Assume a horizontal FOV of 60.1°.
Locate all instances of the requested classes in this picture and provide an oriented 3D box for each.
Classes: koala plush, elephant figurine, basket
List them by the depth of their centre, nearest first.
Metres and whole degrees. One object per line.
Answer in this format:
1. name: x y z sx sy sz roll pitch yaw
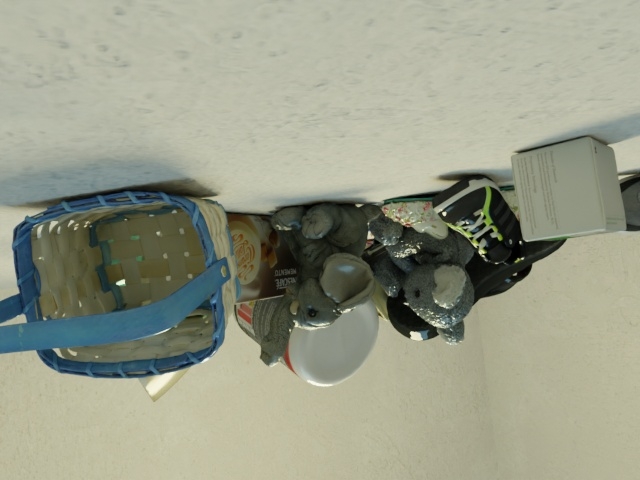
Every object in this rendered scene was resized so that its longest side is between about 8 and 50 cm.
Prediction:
1. basket: -0.212 0.052 0.578 0.254 0.201 0.289 -7 -174 15
2. elephant figurine: 0.004 0.066 0.894 0.186 0.239 0.169 -8 176 19
3. koala plush: 0.208 0.061 0.990 0.203 0.221 0.196 -12 136 1

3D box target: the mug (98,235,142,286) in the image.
1. mug: -0.374 0.040 0.936 0.129 0.097 0.157 -4 175 -43

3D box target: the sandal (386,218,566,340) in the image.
1. sandal: 0.328 0.059 1.154 0.445 0.167 0.107 -32 137 -12

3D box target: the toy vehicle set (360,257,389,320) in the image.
1. toy vehicle set: 0.043 0.072 1.222 0.035 0.166 0.267 -44 -151 -14

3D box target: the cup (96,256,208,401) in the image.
1. cup: -0.336 0.134 1.172 0.237 0.331 0.331 -32 -173 -22

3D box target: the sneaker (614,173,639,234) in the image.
1. sneaker: 0.592 -0.078 0.890 0.268 0.101 0.153 -12 176 -1

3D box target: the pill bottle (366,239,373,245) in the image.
1. pill bottle: 0.132 0.055 2.037 0.193 0.108 0.108 -6 176 -9

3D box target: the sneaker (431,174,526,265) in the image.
1. sneaker: 0.247 -0.019 0.796 0.084 0.097 0.234 -35 148 28

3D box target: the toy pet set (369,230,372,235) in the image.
1. toy pet set: 0.205 -0.008 1.504 0.122 0.065 0.114 -9 176 36

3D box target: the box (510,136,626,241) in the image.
1. box: 0.280 -0.053 0.622 0.087 0.102 0.101 -12 173 40

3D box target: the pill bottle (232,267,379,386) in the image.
1. pill bottle: -0.064 0.143 1.189 0.210 0.210 0.363 -4 -163 -36

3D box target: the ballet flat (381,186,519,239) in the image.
1. ballet flat: 0.224 -0.041 0.920 0.241 0.077 0.091 -6 175 -2

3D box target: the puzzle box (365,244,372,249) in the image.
1. puzzle box: -0.041 0.042 1.545 0.272 0.052 0.409 7 172 -19

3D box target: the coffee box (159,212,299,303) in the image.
1. coffee box: -0.138 0.032 0.907 0.098 0.141 0.246 -8 176 27

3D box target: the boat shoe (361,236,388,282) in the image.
1. boat shoe: 0.173 0.005 1.327 0.306 0.105 0.113 -35 -176 -39
